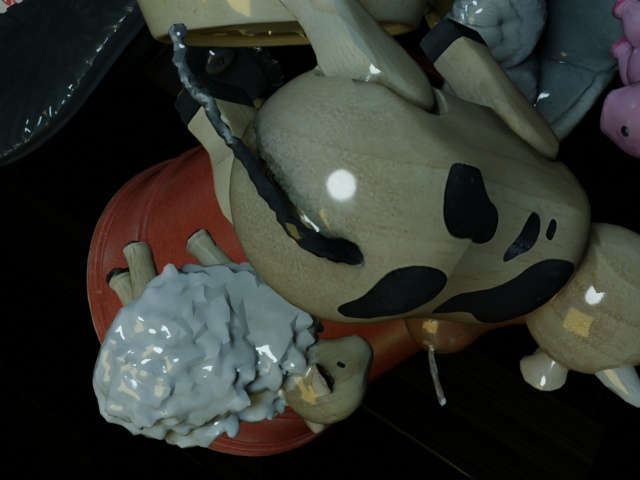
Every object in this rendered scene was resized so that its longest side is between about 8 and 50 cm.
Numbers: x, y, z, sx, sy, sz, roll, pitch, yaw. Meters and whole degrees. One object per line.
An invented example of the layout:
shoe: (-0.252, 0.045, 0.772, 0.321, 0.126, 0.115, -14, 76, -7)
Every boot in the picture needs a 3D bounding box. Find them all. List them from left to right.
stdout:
boot: (-0.131, -0.125, 0.788, 0.094, 0.246, 0.207, 49, -171, 23)

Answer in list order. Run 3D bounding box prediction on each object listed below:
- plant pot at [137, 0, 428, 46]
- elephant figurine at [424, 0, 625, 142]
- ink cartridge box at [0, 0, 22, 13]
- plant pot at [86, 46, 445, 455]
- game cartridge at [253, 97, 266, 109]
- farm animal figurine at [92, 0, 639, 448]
plant pot: (-0.021, -0.232, 0.493, 0.256, 0.256, 0.274, 3, 97, 47)
elephant figurine: (0.081, -0.176, 0.636, 0.169, 0.186, 0.239, -61, 41, 21)
ink cartridge box: (-0.192, -0.289, 0.799, 0.211, 0.121, 0.289, 39, 144, 7)
plant pot: (0.000, 0.000, 0.820, 0.272, 0.272, 0.265, 51, 138, -4)
game cartridge: (-0.073, -0.109, 0.989, 0.056, 0.017, 0.083, 35, 145, 25)
farm animal figurine: (0.095, -0.026, 0.446, 0.172, 0.326, 0.330, 59, 138, 33)
